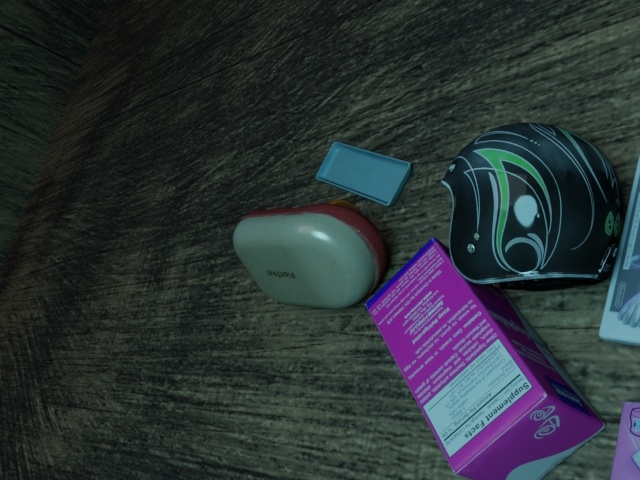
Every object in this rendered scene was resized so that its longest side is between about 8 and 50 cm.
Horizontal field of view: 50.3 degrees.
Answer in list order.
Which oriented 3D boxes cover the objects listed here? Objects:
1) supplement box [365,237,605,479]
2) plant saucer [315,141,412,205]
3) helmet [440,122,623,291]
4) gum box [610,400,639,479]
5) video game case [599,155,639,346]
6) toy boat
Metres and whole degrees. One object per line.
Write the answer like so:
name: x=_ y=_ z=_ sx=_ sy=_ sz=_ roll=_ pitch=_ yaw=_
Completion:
supplement box: x=0.151 y=0.118 z=0.670 sx=0.114 sy=0.111 sz=0.220 roll=-47 pitch=40 yaw=18
plant saucer: x=0.061 y=-0.098 z=0.998 sx=0.192 sy=0.018 sz=0.067 roll=27 pitch=89 yaw=53
helmet: x=0.204 y=-0.035 z=0.666 sx=0.169 sy=0.169 sz=0.162 roll=-11 pitch=76 yaw=46
gum box: x=0.308 y=0.187 z=0.478 sx=0.188 sy=0.062 sz=0.107 roll=-1 pitch=67 yaw=50
video game case: x=0.344 y=0.007 z=0.587 sx=0.173 sy=0.022 sz=0.190 roll=3 pitch=69 yaw=50
toy boat: x=0.000 y=0.000 z=0.932 sx=0.231 sy=0.151 sz=0.151 roll=0 pitch=38 yaw=50
